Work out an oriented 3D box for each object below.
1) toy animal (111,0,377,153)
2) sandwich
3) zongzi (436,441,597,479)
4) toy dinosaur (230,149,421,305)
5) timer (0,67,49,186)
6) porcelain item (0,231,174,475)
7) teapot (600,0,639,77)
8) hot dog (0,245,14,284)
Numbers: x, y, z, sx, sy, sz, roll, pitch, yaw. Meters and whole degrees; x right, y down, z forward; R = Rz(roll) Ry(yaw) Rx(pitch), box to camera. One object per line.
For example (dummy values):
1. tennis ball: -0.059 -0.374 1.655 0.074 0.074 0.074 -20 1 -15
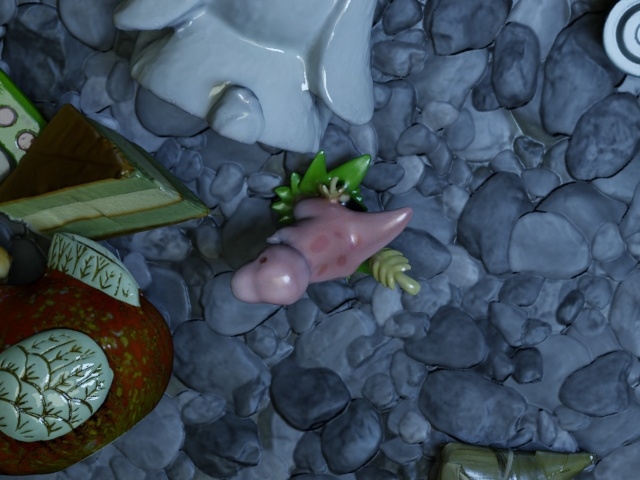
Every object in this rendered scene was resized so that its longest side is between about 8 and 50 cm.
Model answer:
1. toy animal: -0.044 -0.236 1.667 0.272 0.206 0.265 25 107 -6
2. sandwich: -0.222 -0.031 1.713 0.117 0.187 0.144 28 98 -39
3. zongzi: 0.208 0.302 1.894 0.176 0.078 0.160 4 112 -12
4. toy dinosaur: 0.001 -0.007 1.744 0.194 0.177 0.152 -6 106 -2
5. timer: -0.353 -0.110 1.768 0.128 0.047 0.140 -39 103 6
6. porcelain item: -0.284 0.108 1.733 0.253 0.253 0.253 -1 105 -2
7. teapot: 0.346 -0.215 1.746 0.124 0.091 0.092 6 106 2
8. hot dog: -0.442 -0.002 1.776 0.249 0.102 0.076 12 63 -8
